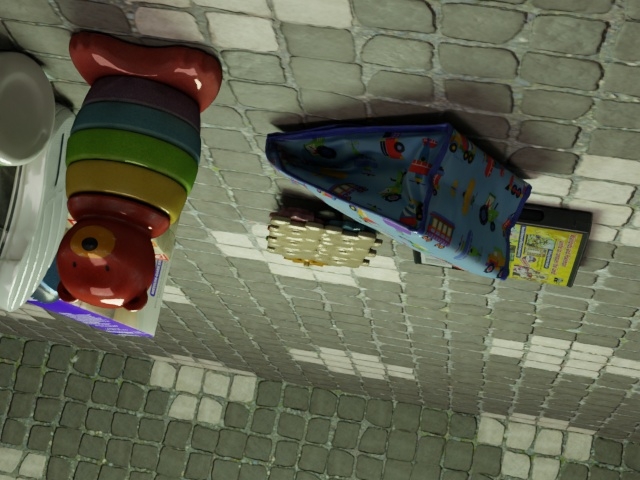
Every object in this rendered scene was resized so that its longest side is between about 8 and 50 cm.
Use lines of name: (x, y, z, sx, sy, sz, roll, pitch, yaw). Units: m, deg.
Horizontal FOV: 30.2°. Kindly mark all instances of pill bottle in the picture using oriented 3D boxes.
pill bottle: (-0.463, -0.161, 1.462, 0.245, 0.136, 0.136, 3, 163, 28)

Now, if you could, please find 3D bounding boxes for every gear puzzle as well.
gear puzzle: (0.000, 0.000, 1.906, 0.175, 0.044, 0.339, 10, 167, -2)

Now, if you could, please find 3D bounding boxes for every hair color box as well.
hair color box: (-0.410, 0.033, 2.028, 0.110, 0.185, 0.338, -1, 161, 38)

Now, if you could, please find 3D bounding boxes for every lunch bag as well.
lunch bag: (0.079, -0.060, 1.500, 0.293, 0.138, 0.221, 11, 170, 38)

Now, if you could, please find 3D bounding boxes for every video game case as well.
video game case: (0.255, -0.001, 1.724, 0.248, 0.035, 0.275, 9, 164, 9)

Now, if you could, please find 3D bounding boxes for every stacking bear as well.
stacking bear: (-0.222, -0.064, 1.351, 0.175, 0.289, 0.164, 10, 164, 5)

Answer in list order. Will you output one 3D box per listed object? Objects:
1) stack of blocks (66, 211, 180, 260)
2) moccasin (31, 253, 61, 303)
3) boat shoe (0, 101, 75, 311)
stack of blocks: (-0.334, -0.059, 1.827, 0.171, 0.087, 0.297, 9, 165, 8)
moccasin: (-0.521, -0.031, 1.801, 0.117, 0.138, 0.342, -38, 100, 23)
boat shoe: (-0.421, -0.059, 1.635, 0.119, 0.335, 0.121, 25, -151, 9)
